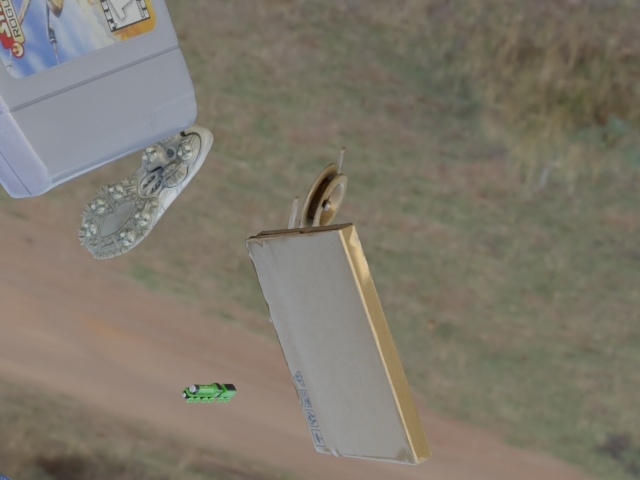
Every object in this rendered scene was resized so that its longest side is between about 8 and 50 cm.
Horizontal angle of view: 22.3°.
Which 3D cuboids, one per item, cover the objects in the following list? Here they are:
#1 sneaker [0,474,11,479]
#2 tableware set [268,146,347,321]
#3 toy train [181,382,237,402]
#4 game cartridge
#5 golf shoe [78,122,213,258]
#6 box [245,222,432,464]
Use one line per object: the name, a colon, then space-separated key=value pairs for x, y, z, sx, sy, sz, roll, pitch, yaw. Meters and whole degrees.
sneaker: x=-0.419 y=0.384 z=1.925 sx=0.081 sy=0.232 sz=0.090 roll=18 pitch=173 yaw=-32
tableware set: x=0.000 y=0.000 z=1.840 sx=0.039 sy=0.128 sz=0.194 roll=26 pitch=132 yaw=15
toy train: x=-0.129 y=0.176 z=1.883 sx=0.083 sy=0.024 sz=0.017 roll=8 pitch=-138 yaw=-54
game cartridge: x=-0.200 y=-0.189 z=1.116 sx=0.062 sy=0.297 sz=0.198 roll=-11 pitch=-167 yaw=34
golf shoe: x=-0.167 y=-0.049 z=1.623 sx=0.069 sy=0.176 sz=0.086 roll=49 pitch=-160 yaw=9
box: x=0.012 y=0.086 z=1.338 sx=0.021 sy=0.201 sz=0.164 roll=-22 pitch=-172 yaw=-29
